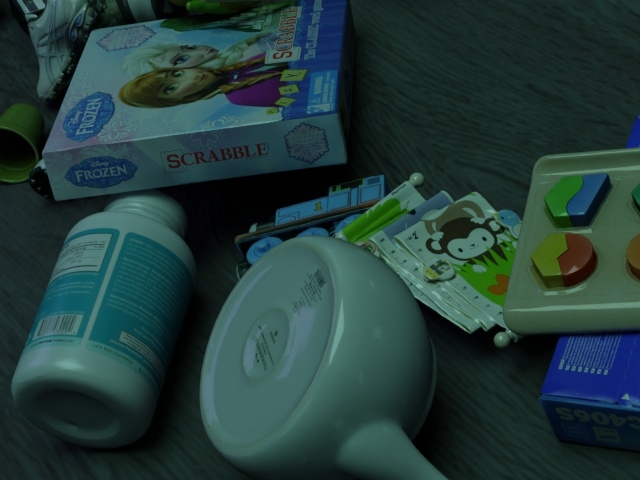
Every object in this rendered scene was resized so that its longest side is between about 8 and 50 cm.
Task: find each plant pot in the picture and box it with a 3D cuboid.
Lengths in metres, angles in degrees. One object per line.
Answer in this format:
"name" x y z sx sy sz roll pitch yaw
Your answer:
"plant pot" -0.371 -0.126 2.075 0.083 0.083 0.079 -8 36 18

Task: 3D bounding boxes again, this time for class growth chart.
"growth chart" 0.143 0.015 1.685 0.237 0.021 0.172 30 53 24

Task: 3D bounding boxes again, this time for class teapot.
"teapot" 0.019 0.125 1.595 0.252 0.187 0.256 -15 58 51

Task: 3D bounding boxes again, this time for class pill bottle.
"pill bottle" -0.214 0.072 1.768 0.146 0.146 0.264 -3 50 23

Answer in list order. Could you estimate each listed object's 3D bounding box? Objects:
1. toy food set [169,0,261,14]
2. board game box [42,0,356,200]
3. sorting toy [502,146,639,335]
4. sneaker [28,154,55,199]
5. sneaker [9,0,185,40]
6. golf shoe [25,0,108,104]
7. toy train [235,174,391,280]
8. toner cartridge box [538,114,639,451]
"toy food set" -0.132 -0.304 2.030 0.132 0.038 0.192 -6 30 -30
"board game box" -0.124 -0.166 1.903 0.318 0.066 0.318 -8 30 7
"sorting toy" 0.274 -0.008 1.582 0.193 0.038 0.208 -4 49 24
"sneaker" -0.227 -0.116 1.991 0.234 0.078 0.106 -9 50 21
"sneaker" -0.317 -0.430 2.249 0.258 0.169 0.447 -13 49 12
"golf shoe" -0.327 -0.248 2.096 0.086 0.176 0.069 30 37 -1
"toy train" 0.000 0.000 1.786 0.184 0.080 0.105 -15 37 14
"toner cartridge box" 0.336 0.035 1.595 0.165 0.075 0.347 4 53 30
